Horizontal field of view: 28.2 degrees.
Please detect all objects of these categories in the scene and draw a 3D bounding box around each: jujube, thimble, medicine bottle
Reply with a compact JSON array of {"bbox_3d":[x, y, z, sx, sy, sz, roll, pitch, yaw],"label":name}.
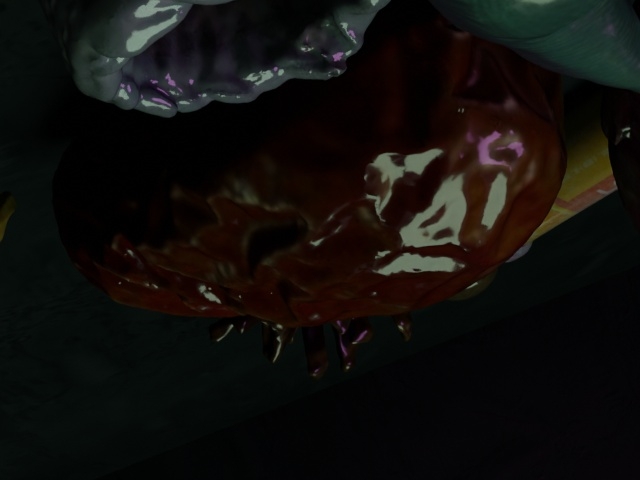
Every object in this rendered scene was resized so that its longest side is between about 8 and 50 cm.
[{"bbox_3d":[-0.019,-0.048,0.739,0.342,0.216,0.216,-13,176,41],"label":"jujube"},{"bbox_3d":[-0.049,-0.125,0.536,0.151,0.118,0.127,-15,163,-27],"label":"thimble"},{"bbox_3d":[0.304,-0.117,1.194,0.108,0.108,0.426,-9,160,-45],"label":"medicine bottle"}]

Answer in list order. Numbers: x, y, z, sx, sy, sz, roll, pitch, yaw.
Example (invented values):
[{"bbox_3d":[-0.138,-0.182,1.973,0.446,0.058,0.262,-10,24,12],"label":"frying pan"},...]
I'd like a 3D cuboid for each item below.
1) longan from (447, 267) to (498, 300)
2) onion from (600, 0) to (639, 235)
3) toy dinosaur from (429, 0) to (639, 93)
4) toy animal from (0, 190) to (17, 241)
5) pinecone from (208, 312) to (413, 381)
[{"bbox_3d":[0.171,0.027,1.585,0.113,0.092,0.113,-32,-173,4],"label":"longan"},{"bbox_3d":[0.326,-0.045,0.676,0.347,0.285,0.348,5,137,5],"label":"onion"},{"bbox_3d":[0.023,-0.136,0.457,0.330,0.129,0.383,-19,139,-12],"label":"toy dinosaur"},{"bbox_3d":[-0.271,-0.007,0.765,0.159,0.070,0.083,-13,-149,16],"label":"toy animal"},{"bbox_3d":[-0.001,0.003,0.974,0.228,0.201,0.202,4,157,36],"label":"pinecone"}]
